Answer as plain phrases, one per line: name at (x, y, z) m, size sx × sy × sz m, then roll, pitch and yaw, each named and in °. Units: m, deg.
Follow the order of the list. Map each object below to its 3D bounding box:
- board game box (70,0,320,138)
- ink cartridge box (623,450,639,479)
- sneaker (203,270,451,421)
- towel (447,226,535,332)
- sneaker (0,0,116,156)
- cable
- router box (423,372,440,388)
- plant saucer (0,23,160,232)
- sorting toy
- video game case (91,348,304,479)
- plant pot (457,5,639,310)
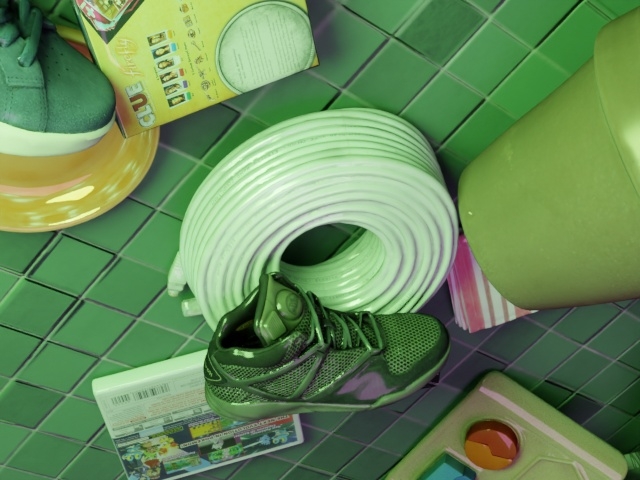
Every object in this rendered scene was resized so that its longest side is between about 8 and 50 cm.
board game box at (-0.103, -0.206, 0.795) m, size 0.165 × 0.042 × 0.243 m, roll -22°, pitch 131°, yaw -10°
ink cartridge box at (0.419, 0.391, 1.530) m, size 0.272 × 0.115 × 0.198 m, roll -11°, pitch 135°, yaw -8°
sneaker at (0.009, 0.087, 0.986) m, size 0.227 × 0.087 × 0.130 m, roll -6°, pitch 140°, yaw -8°
towel at (0.224, 0.014, 1.164) m, size 0.197 × 0.029 × 0.144 m, roll -19°, pitch 133°, yaw -2°
sneaker at (-0.248, -0.182, 0.684) m, size 0.350 × 0.131 × 0.148 m, roll 31°, pitch 118°, yaw -33°
cable at (0.000, 0.000, 1.025) m, size 0.257 × 0.089 × 0.257 m, roll -1°, pitch 132°, yaw -19°
router box at (0.050, 0.132, 1.167) m, size 0.092 × 0.038 × 0.122 m, roll 19°, pitch 155°, yaw -34°
plant saucer at (-0.229, -0.091, 0.894) m, size 0.200 × 0.037 × 0.200 m, roll -9°, pitch 134°, yaw -10°
sorting toy at (0.257, 0.316, 1.357) m, size 0.307 × 0.041 × 0.229 m, roll 34°, pitch 117°, yaw -7°
video game case at (-0.125, 0.185, 1.207) m, size 0.201 × 0.023 × 0.183 m, roll -15°, pitch 135°, yaw -7°
plant pot at (0.255, -0.043, 0.989) m, size 0.229 × 0.263 × 0.263 m, roll -27°, pitch 138°, yaw 32°
